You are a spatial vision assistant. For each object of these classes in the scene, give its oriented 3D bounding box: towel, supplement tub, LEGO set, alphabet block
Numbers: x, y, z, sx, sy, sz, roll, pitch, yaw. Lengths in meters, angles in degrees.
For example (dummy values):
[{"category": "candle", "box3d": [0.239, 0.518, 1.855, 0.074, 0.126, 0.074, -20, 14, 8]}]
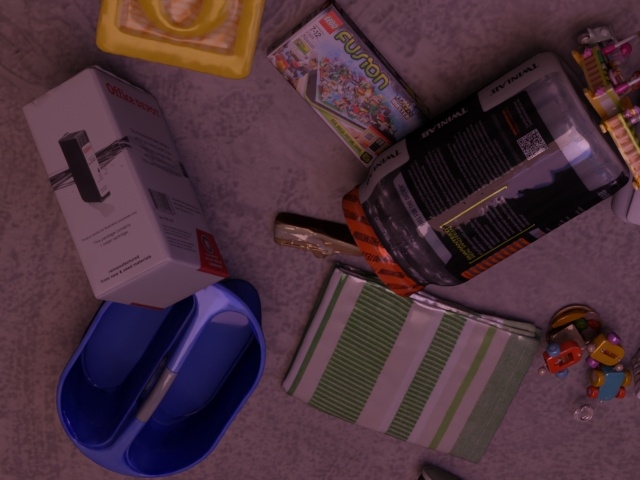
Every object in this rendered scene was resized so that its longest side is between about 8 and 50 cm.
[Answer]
[{"category": "towel", "box3d": [0.129, 0.179, 2.089, 0.325, 0.038, 0.248, 19, 115, -10]}, {"category": "supplement tub", "box3d": [0.210, -0.078, 1.867, 0.338, 0.207, 0.207, -32, 111, 16]}, {"category": "LEGO set", "box3d": [0.404, -0.164, 1.780, 0.107, 0.287, 0.132, -29, 151, 20]}, {"category": "alphabet block", "box3d": [-0.158, -0.329, 1.760, 0.193, 0.197, 0.192, 10, 116, -4]}]

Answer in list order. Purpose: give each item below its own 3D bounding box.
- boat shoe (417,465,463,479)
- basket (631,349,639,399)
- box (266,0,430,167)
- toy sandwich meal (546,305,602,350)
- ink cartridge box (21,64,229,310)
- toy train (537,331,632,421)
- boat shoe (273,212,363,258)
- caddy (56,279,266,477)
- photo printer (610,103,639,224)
[{"category": "boat shoe", "box3d": [0.230, 0.420, 2.175, 0.228, 0.081, 0.068, 33, 107, -17]}, {"category": "basket", "box3d": [0.531, 0.169, 2.040, 0.113, 0.103, 0.167, 35, 110, -15]}, {"category": "box", "box3d": [0.038, -0.207, 1.904, 0.114, 0.036, 0.207, -38, 109, 17]}, {"category": "toy sandwich meal", "box3d": [0.364, 0.132, 2.065, 0.086, 0.029, 0.085, 0, 116, 1]}, {"category": "ink cartridge box", "box3d": [-0.245, -0.062, 1.826, 0.114, 0.197, 0.273, -26, 75, 13]}, {"category": "toy train", "box3d": [0.376, 0.181, 2.057, 0.125, 0.046, 0.166, -29, 130, 2]}, {"category": "boat shoe", "box3d": [0.000, 0.000, 2.000, 0.135, 0.050, 0.045, 17, 118, 4]}, {"category": "caddy", "box3d": [-0.221, 0.175, 2.012, 0.241, 0.179, 0.341, 28, 112, -13]}, {"category": "photo printer", "box3d": [0.542, -0.153, 1.884, 0.256, 0.107, 0.307, 10, 115, -4]}]
